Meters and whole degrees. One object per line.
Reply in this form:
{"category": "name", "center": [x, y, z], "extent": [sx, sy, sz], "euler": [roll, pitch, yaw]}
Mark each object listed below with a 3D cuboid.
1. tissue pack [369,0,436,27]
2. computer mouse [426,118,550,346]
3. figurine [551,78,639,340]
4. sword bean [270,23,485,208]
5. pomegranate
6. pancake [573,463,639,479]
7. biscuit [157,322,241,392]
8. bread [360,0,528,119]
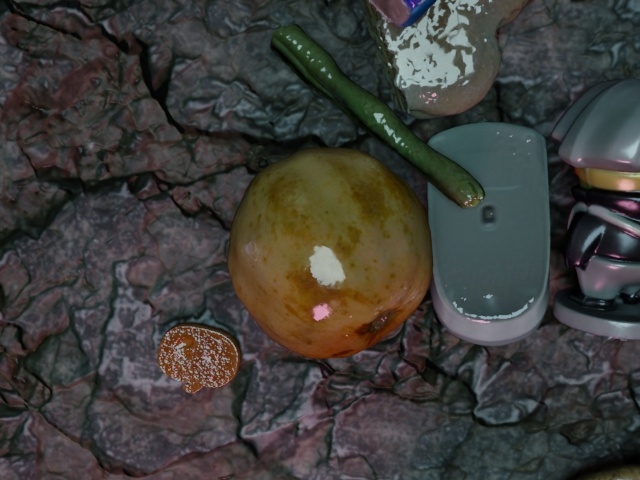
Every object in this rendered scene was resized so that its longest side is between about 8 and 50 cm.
{"category": "tissue pack", "center": [0.099, -0.337, 0.667], "extent": [0.270, 0.137, 0.209], "euler": [-41, 93, 3]}
{"category": "computer mouse", "center": [0.169, -0.009, 0.841], "extent": [0.128, 0.079, 0.231], "euler": [2, 81, 8]}
{"category": "figurine", "center": [0.307, -0.035, 0.794], "extent": [0.176, 0.133, 0.236], "euler": [-6, 106, -24]}
{"category": "sword bean", "center": [0.056, -0.122, 0.826], "extent": [0.269, 0.043, 0.038], "euler": [42, 84, 12]}
{"category": "pomegranate", "center": [0.006, 0.012, 0.786], "extent": [0.207, 0.207, 0.207], "euler": [1, 98, 4]}
{"category": "pancake", "center": [0.361, 0.372, 0.868], "extent": [0.286, 0.033, 0.288], "euler": [12, 108, 16]}
{"category": "biscuit", "center": [-0.133, 0.130, 0.908], "extent": [0.091, 0.015, 0.078], "euler": [15, 100, 2]}
{"category": "bread", "center": [0.108, -0.292, 0.791], "extent": [0.183, 0.102, 0.337], "euler": [-19, 96, 6]}
